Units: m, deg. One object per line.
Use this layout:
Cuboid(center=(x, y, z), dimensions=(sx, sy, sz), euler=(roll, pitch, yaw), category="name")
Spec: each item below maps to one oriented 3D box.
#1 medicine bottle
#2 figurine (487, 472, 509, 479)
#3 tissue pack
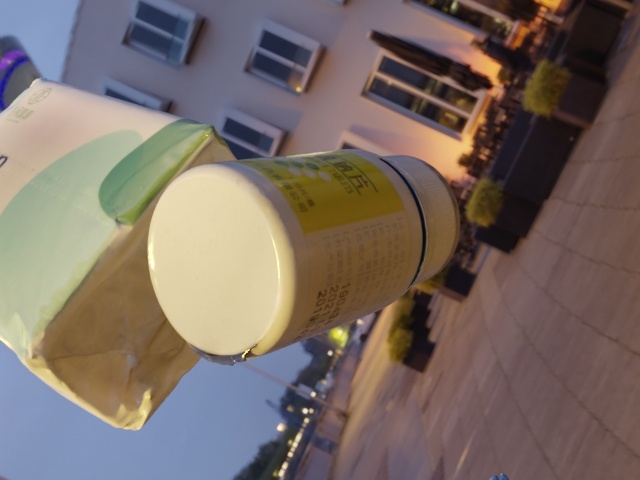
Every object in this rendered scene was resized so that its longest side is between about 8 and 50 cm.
Cuboid(center=(0.000, 0.000, 0.668), dimensions=(0.258, 0.143, 0.143), euler=(-12, -48, -52), category="medicine bottle")
Cuboid(center=(0.197, 0.298, 0.882), dimensions=(0.079, 0.114, 0.114), euler=(-46, 12, 51), category="figurine")
Cuboid(center=(-0.247, -0.004, 0.861), dimensions=(0.266, 0.356, 0.194), euler=(-53, -45, -16), category="tissue pack")
